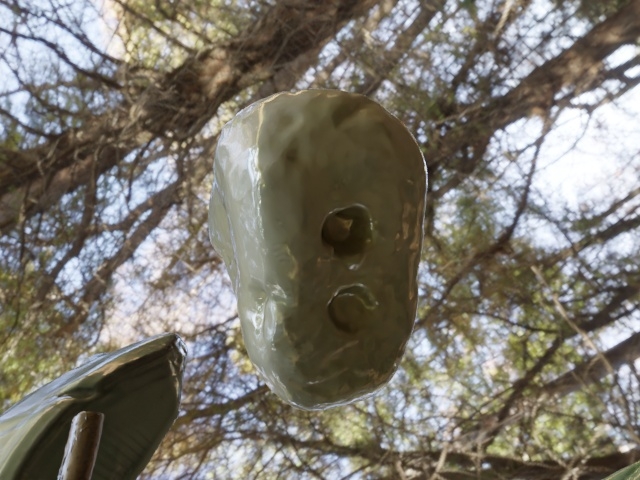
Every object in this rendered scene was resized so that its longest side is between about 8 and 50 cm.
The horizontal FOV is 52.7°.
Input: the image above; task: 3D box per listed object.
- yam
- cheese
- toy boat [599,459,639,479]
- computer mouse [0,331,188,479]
[{"bbox_3d":[-0.218,0.224,0.564,0.032,0.032,0.145,18,-113,-31],"label":"yam"},{"bbox_3d":[0.002,0.000,0.560,0.174,0.247,0.251,-5,-126,-15],"label":"cheese"},{"bbox_3d":[0.152,0.243,0.382,0.293,0.055,0.093,-56,-43,-17],"label":"toy boat"},{"bbox_3d":[-0.306,0.239,0.726,0.145,0.228,0.429,49,-146,-14],"label":"computer mouse"}]
